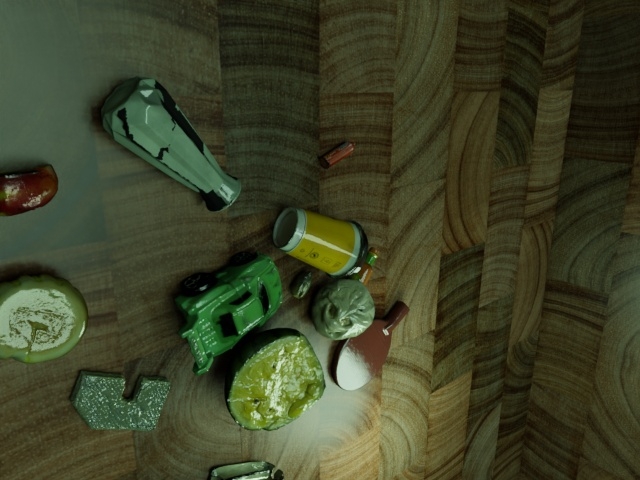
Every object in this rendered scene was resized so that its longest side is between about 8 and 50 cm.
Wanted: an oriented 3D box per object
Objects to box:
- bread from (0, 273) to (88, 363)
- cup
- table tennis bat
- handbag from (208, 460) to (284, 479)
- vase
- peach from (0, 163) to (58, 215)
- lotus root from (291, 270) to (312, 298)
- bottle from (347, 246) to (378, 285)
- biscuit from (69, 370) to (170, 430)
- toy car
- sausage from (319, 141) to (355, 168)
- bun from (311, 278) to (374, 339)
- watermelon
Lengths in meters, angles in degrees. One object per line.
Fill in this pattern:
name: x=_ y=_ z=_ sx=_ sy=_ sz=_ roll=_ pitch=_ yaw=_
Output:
bread: x=-0.623 y=0.166 z=1.108 sx=0.213 sy=0.104 sz=0.214 roll=-10 pitch=107 yaw=-36
cup: x=0.000 y=0.000 z=1.560 sx=0.279 sy=0.196 sz=0.197 roll=21 pitch=89 yaw=-34
table tennis bat: x=0.198 y=0.394 z=1.938 sx=0.415 sy=0.051 sz=0.268 roll=-45 pitch=129 yaw=-20
handbag: x=-0.263 y=0.913 z=1.619 sx=0.236 sy=0.160 sz=0.359 roll=15 pitch=93 yaw=-50
vase: x=-0.340 y=-0.216 z=1.213 sx=0.165 sy=0.165 sz=0.360 roll=-56 pitch=134 yaw=-13
peach: x=-0.617 y=-0.101 z=1.041 sx=0.172 sy=0.127 sz=0.093 roll=-30 pitch=116 yaw=-61
lotus root: x=-0.058 y=0.139 z=1.632 sx=0.054 sy=0.049 sz=0.099 roll=38 pitch=78 yaw=-33
bottle: x=0.149 y=0.109 z=1.796 sx=0.069 sy=0.069 sz=0.187 roll=41 pitch=74 yaw=-41
biscuit: x=-0.518 y=0.417 z=1.315 sx=0.249 sy=0.046 sz=0.147 roll=23 pitch=88 yaw=-43
toy car: x=-0.246 y=0.188 z=1.397 sx=0.358 sy=0.176 sz=0.214 roll=-29 pitch=121 yaw=-32
sausage: x=0.062 y=-0.277 z=1.612 sx=0.145 sy=0.050 sz=0.048 roll=-36 pitch=83 yaw=-27
bun: x=0.078 y=0.240 z=1.689 sx=0.230 sy=0.133 sz=0.231 roll=-4 pitch=112 yaw=-10
watermelon: x=-0.154 y=0.402 z=1.540 sx=0.330 sy=0.189 sz=0.331 roll=-10 pitch=113 yaw=-24
